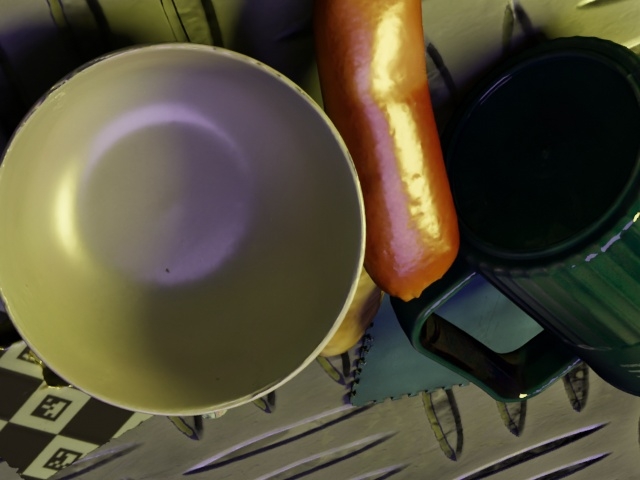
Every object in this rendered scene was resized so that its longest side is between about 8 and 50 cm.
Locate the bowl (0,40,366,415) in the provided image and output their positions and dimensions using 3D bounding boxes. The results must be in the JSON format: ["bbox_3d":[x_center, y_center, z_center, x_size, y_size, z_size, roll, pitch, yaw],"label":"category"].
[{"bbox_3d":[-0.116,-0.018,1.297,0.286,0.144,0.287,-2,101,-9],"label":"bowl"}]

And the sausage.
[{"bbox_3d":[0.048,-0.093,1.315,0.089,0.083,0.300,-18,114,-17],"label":"sausage"}]

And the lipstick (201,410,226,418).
[{"bbox_3d":[-0.116,0.130,1.635,0.037,0.037,0.116,-17,138,-6],"label":"lipstick"}]

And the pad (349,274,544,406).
[{"bbox_3d":[0.170,0.076,1.726,0.268,0.012,0.270,-8,142,-18],"label":"pad"}]

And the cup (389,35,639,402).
[{"bbox_3d":[0.238,-0.012,1.478,0.307,0.242,0.292,-14,149,31],"label":"cup"}]

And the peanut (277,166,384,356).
[{"bbox_3d":[0.000,0.000,1.453,0.137,0.122,0.253,-2,138,-13],"label":"peanut"}]

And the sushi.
[{"bbox_3d":[-0.215,0.072,1.482,0.292,0.059,0.294,-29,141,-2],"label":"sushi"}]
